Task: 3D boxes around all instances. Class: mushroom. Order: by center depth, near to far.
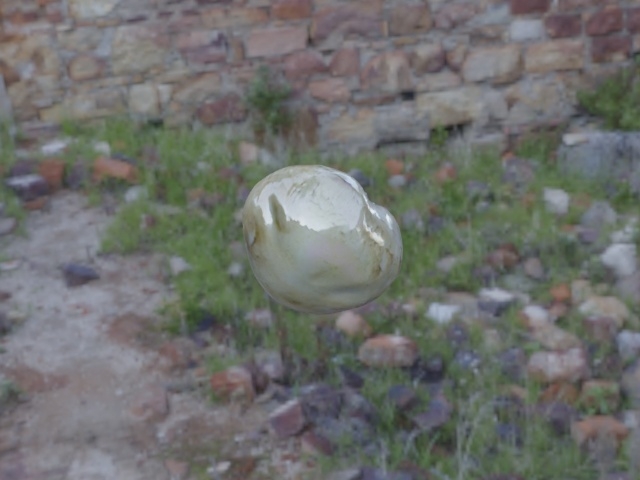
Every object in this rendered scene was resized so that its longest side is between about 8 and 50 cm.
[{"bbox_3d":[0.000,0.000,0.874,0.148,0.148,0.112,2,57,23],"label":"mushroom"}]
